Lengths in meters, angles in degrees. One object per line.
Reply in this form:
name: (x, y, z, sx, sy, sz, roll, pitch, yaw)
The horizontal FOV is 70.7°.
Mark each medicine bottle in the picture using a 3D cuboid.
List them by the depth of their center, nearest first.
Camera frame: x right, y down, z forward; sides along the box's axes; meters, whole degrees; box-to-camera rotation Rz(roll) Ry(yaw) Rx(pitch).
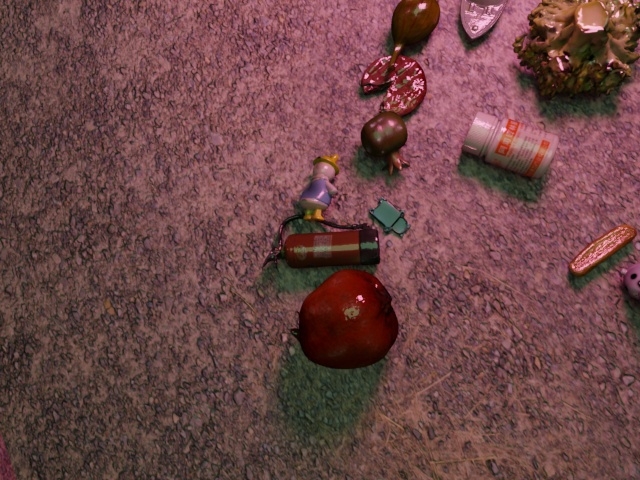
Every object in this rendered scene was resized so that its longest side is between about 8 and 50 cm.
medicine bottle: (0.568, -0.291, 1.365, 0.251, 0.144, 0.145, 23, 88, 15)

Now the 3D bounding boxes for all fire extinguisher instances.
fire extinguisher: (0.002, 0.010, 1.461, 0.375, 0.113, 0.200, -5, 40, 8)

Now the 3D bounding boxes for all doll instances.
doll: (-0.001, -0.179, 1.459, 0.098, 0.135, 0.241, 24, 70, -13)

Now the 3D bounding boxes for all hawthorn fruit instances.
hawthorn fruit: (0.082, 0.243, 1.324, 0.295, 0.295, 0.311, 41, 92, 12)

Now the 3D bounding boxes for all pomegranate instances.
pomegranate: (0.218, -0.311, 1.445, 0.152, 0.131, 0.191, -31, 101, 0)

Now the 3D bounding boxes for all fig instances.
fig: (0.286, -0.659, 1.466, 0.151, 0.151, 0.260, 23, 98, 12)

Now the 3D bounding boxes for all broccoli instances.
broccoli: (0.761, -0.589, 1.335, 0.324, 0.271, 0.335, 11, 92, 50)

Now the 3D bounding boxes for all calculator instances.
calculator: (0.228, -0.075, 1.460, 0.141, 0.019, 0.094, 42, 92, 11)

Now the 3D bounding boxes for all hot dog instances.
hot dog: (0.825, 0.029, 1.329, 0.215, 0.047, 0.066, -40, 64, 4)

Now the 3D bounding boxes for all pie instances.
pie: (0.246, -0.510, 1.494, 0.204, 0.054, 0.219, -22, 78, 7)

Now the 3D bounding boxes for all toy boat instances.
toy boat: (0.534, -0.796, 1.457, 0.141, 0.092, 0.320, 16, 87, 13)

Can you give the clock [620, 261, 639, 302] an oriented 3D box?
clock: (0.965, 0.140, 1.238, 0.253, 0.189, 0.189, 23, 87, 18)
